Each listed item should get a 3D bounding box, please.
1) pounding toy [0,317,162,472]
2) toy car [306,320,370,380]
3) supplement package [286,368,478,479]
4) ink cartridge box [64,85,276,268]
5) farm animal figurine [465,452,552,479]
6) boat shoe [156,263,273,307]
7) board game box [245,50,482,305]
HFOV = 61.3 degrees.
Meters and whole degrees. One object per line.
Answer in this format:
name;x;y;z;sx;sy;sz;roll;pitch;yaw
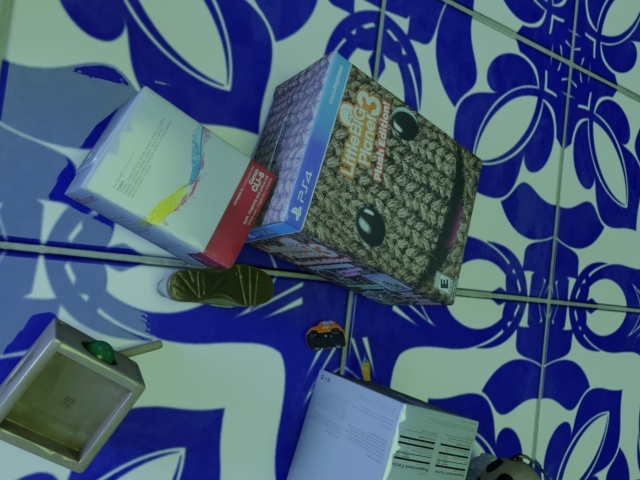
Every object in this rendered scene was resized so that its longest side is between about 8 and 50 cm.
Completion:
pounding toy;-0.261;0.155;0.596;0.130;0.100;0.141;40;81;-26
toy car;0.027;0.164;0.808;0.122;0.060;0.040;58;19;-28
supplement package;0.076;0.310;0.743;0.149;0.194;0.202;23;79;-30
ink cartridge box;-0.172;-0.064;0.615;0.176;0.128;0.127;33;74;-29
farm animal figurine;0.219;0.440;0.781;0.327;0.330;0.172;-39;91;-22
boat shoe;-0.132;0.060;0.700;0.153;0.048;0.056;1;83;-39
board game box;0.059;-0.064;0.740;0.291;0.141;0.231;26;70;-31
